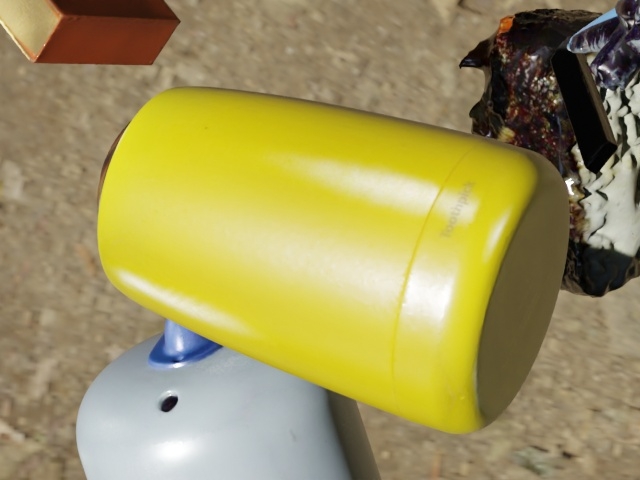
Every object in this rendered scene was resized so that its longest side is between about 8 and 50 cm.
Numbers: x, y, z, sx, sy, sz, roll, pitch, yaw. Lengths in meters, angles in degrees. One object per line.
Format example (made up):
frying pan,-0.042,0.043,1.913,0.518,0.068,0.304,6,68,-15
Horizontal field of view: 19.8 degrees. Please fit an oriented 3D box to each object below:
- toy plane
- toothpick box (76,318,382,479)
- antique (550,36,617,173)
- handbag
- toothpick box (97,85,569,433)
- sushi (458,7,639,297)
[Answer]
toy plane,0.190,-0.113,0.973,0.078,0.169,0.246,-57,19,-20
toothpick box,-0.063,0.208,1.524,0.263,0.263,0.354,-8,111,25
antique,0.221,-0.117,1.547,0.031,0.015,0.192,-51,23,25
handbag,-0.205,-0.207,1.339,0.190,0.127,0.063,51,121,22
toothpick box,0.000,0.000,1.125,0.271,0.175,0.175,17,89,23
sushi,0.280,-0.092,1.987,0.182,0.196,0.343,29,137,49
